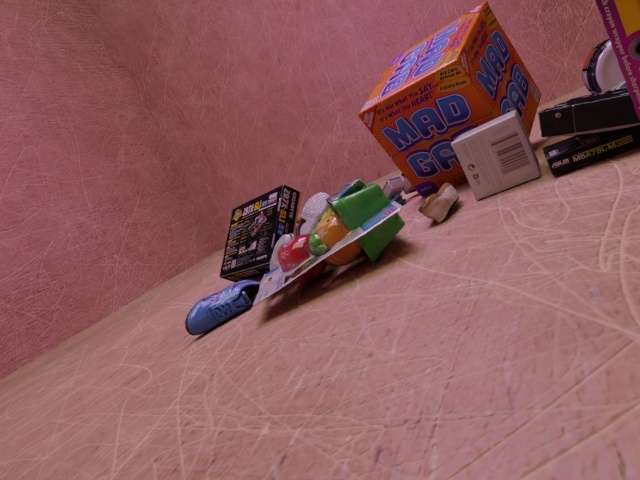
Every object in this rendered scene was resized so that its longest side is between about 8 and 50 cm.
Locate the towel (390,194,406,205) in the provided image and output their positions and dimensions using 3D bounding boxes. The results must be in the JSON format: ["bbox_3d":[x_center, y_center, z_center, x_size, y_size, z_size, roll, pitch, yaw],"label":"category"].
[{"bbox_3d":[0.084,-0.055,1.664,0.370,0.040,0.271,-18,10,47],"label":"towel"}]

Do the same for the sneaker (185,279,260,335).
[{"bbox_3d":[-0.220,0.150,1.125,0.082,0.069,0.209,-12,14,46],"label":"sneaker"}]

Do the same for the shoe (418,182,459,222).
[{"bbox_3d":[0.292,-0.087,1.157,0.077,0.058,0.219,-57,-13,28],"label":"shoe"}]

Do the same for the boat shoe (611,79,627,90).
[{"bbox_3d":[0.911,-0.431,1.244,0.367,0.136,0.156,-34,2,13],"label":"boat shoe"}]

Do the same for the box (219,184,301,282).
[{"bbox_3d":[-0.200,-0.012,1.552,0.079,0.257,0.322,23,-26,-34],"label":"box"}]

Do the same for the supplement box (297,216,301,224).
[{"bbox_3d":[-0.038,-0.055,1.667,0.078,0.080,0.233,-28,3,-29],"label":"supplement box"}]

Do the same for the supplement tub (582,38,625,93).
[{"bbox_3d":[0.967,-0.553,1.544,0.207,0.207,0.338,-22,8,27],"label":"supplement tub"}]

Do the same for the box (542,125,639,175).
[{"bbox_3d":[0.576,-0.204,1.023,0.184,0.045,0.190,-18,10,27],"label":"box"}]

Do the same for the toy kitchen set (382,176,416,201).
[{"bbox_3d":[0.295,-0.240,1.729,0.207,0.166,0.122,-16,-23,-18],"label":"toy kitchen set"}]

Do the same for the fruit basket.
[{"bbox_3d":[0.000,0.000,1.085,0.353,0.165,0.327,-29,7,2],"label":"fruit basket"}]

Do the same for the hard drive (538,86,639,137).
[{"bbox_3d":[0.634,-0.268,0.924,0.338,0.064,0.237,-2,17,44],"label":"hard drive"}]

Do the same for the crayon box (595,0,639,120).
[{"bbox_3d":[0.530,-0.295,0.566,0.106,0.363,0.313,-31,9,-38],"label":"crayon box"}]

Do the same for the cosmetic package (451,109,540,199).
[{"bbox_3d":[0.424,-0.209,1.155,0.151,0.151,0.183,-22,7,27],"label":"cosmetic package"}]

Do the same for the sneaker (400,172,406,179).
[{"bbox_3d":[0.381,-0.271,2.007,0.058,0.085,0.152,-26,7,-2],"label":"sneaker"}]

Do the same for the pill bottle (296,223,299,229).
[{"bbox_3d":[-0.124,0.008,1.608,0.117,0.117,0.215,-32,9,-40],"label":"pill bottle"}]

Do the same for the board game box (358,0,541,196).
[{"bbox_3d":[0.408,-0.421,1.495,0.356,0.356,0.356,-18,33,47],"label":"board game box"}]

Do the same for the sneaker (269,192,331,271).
[{"bbox_3d":[-0.018,0.009,1.332,0.101,0.153,0.269,38,96,44],"label":"sneaker"}]
